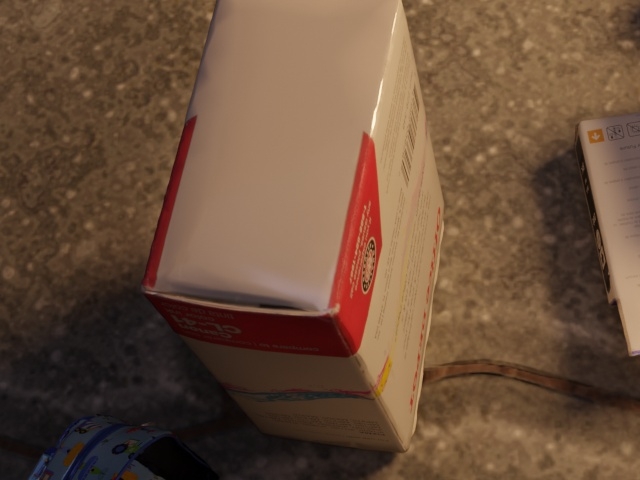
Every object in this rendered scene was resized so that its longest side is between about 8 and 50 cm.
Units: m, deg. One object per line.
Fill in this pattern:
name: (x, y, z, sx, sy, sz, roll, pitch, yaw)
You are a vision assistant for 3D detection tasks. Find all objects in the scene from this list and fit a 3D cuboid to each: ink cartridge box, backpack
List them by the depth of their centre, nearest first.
ink cartridge box: (0.000, 0.000, 0.911, 0.131, 0.306, 0.226, 6, 66, 13)
backpack: (-0.157, 0.197, 0.920, 0.117, 0.173, 0.158, 24, 72, 19)
ink cartridge box: (0.318, -0.013, 1.007, 0.206, 0.045, 0.208, -9, 62, 6)
